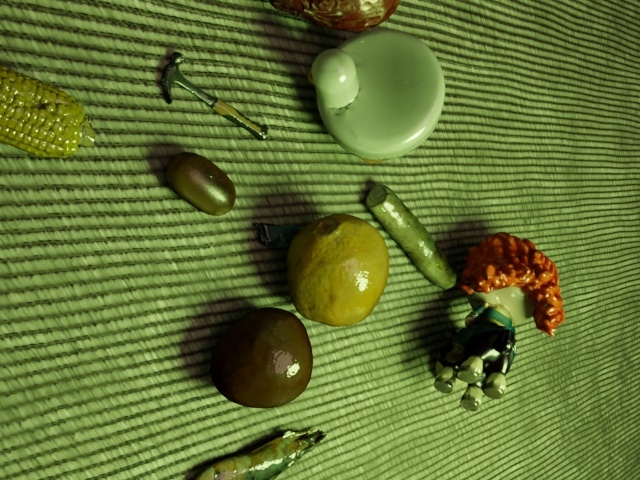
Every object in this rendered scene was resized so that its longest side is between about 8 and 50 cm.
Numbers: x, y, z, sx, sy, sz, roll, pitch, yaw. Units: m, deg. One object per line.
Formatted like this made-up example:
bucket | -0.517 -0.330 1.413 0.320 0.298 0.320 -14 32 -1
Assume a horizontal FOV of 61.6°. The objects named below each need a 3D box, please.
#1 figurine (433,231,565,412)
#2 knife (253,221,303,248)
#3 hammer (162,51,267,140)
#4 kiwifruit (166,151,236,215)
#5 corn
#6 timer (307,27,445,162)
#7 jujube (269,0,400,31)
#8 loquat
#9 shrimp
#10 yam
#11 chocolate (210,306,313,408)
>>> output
figurine | 0.385 0.177 1.197 0.412 0.241 0.306 -62 164 -8
knife | 0.001 0.000 1.033 0.296 0.026 0.044 5 79 -37
hammer | -0.170 -0.220 0.886 0.201 0.021 0.078 30 76 -34
kiwifruit | -0.188 -0.089 0.853 0.124 0.075 0.075 41 70 -28
corn | -0.407 -0.174 0.660 0.261 0.097 0.097 21 81 -36
timer | 0.103 -0.264 0.957 0.240 0.233 0.234 36 64 -81
jujube | 0.022 -0.440 0.913 0.236 0.168 0.168 -4 97 -7
loquat | 0.033 0.059 0.958 0.187 0.176 0.234 -11 131 -7
shrimp | -0.107 0.446 0.971 0.295 0.058 0.169 -13 108 -33
yam | 0.204 0.001 1.164 0.071 0.067 0.317 -41 123 6
chocolate | -0.099 0.198 0.890 0.176 0.176 0.177 -3 96 -37
